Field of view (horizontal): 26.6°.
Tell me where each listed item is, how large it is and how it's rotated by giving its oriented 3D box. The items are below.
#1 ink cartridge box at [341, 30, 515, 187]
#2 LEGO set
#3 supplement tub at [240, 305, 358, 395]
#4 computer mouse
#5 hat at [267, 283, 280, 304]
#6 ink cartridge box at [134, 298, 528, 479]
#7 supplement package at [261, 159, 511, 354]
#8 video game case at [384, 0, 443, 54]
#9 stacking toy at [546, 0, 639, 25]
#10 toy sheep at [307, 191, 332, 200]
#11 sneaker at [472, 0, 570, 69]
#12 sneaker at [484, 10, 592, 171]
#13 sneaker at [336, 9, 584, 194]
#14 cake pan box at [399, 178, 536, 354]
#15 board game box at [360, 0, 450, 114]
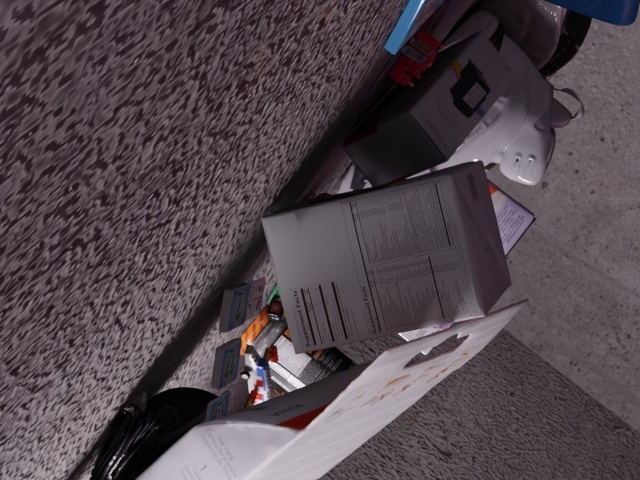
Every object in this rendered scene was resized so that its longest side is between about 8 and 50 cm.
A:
[{"bbox_3d":[0.125,-0.150,1.557,0.127,0.072,0.175,-22,-158,50],"label":"ink cartridge box"},{"bbox_3d":[-0.074,0.139,1.628,0.244,0.060,0.182,-15,114,-78],"label":"LEGO set"},{"bbox_3d":[-0.036,0.196,2.156,0.117,0.190,0.117,-51,175,-7],"label":"supplement tub"},{"bbox_3d":[-0.198,0.225,1.541,0.188,0.072,0.272,-59,165,16],"label":"computer mouse"},{"bbox_3d":[0.051,0.069,2.079,0.208,0.183,0.173,-52,175,-1],"label":"hat"},{"bbox_3d":[0.007,0.168,1.461,0.385,0.091,0.308,-45,162,30],"label":"ink cartridge box"},{"bbox_3d":[0.076,0.014,1.430,0.203,0.149,0.194,-13,-177,17],"label":"supplement package"},{"bbox_3d":[0.127,-0.261,1.294,0.166,0.015,0.119,-49,175,-33],"label":"video game case"},{"bbox_3d":[0.331,-0.410,1.513,0.302,0.165,0.175,-63,166,-11],"label":"stacking toy"},{"bbox_3d":[0.000,0.000,1.603,0.091,0.091,0.132,122,-18,-54],"label":"toy sheep"},{"bbox_3d":[0.320,-0.358,1.830,0.180,0.124,0.321,-47,174,-40],"label":"sneaker"},{"bbox_3d":[0.264,-0.246,2.191,0.410,0.158,0.182,-48,-167,2],"label":"sneaker"},{"bbox_3d":[0.180,-0.107,1.812,0.366,0.210,0.137,-53,175,11],"label":"sneaker"},{"bbox_3d":[0.132,-0.005,1.942,0.267,0.245,0.070,-51,172,8],"label":"cake pan box"},{"bbox_3d":[0.106,-0.196,1.490,0.169,0.033,0.133,-48,174,-43],"label":"board game box"}]
